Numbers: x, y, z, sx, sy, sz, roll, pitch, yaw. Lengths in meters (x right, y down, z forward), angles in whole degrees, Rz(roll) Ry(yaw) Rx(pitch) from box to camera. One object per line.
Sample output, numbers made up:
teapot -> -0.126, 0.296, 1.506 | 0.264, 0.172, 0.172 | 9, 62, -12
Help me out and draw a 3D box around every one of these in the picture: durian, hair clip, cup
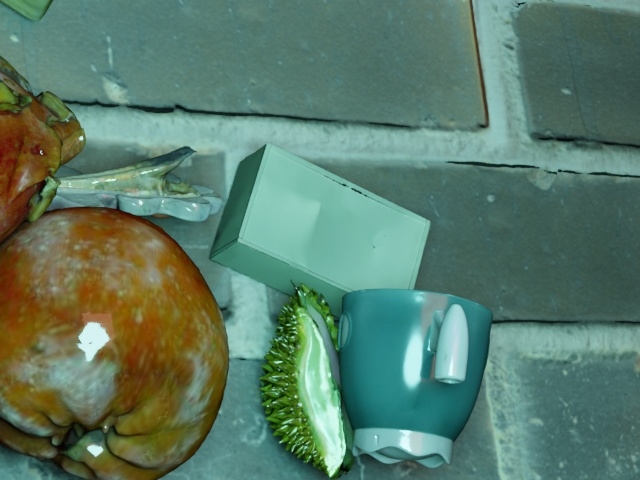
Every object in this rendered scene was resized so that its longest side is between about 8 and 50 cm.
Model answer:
durian -> -0.019, 0.157, 1.814 | 0.095, 0.137, 0.221 | -7, 84, 9
hair clip -> -0.223, -0.056, 1.747 | 0.257, 0.146, 0.075 | -6, 119, -27
cup -> 0.098, 0.153, 1.760 | 0.167, 0.299, 0.173 | 9, 75, -13

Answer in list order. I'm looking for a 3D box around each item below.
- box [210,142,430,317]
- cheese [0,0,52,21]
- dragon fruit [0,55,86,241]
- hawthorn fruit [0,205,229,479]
box -> 0.000, 0.000, 1.880 | 0.225, 0.086, 0.130 | 26, 64, -20
cheese -> -0.358, -0.413, 1.793 | 0.265, 0.124, 0.243 | 34, 64, -15
dragon fruit -> -0.382, -0.083, 1.518 | 0.250, 0.250, 0.315 | 56, 38, -3
hawthorn fruit -> -0.220, 0.104, 1.617 | 0.284, 0.284, 0.284 | 9, 70, -27
